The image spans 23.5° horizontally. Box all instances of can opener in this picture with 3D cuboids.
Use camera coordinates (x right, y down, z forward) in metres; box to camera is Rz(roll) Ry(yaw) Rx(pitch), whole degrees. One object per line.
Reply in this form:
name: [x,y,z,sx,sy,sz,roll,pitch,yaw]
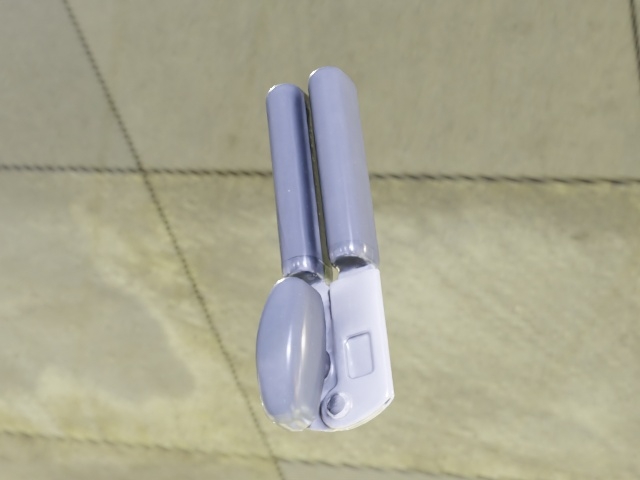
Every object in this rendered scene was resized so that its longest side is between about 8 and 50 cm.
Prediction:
can opener: [0.000,0.000,1.069,0.074,0.280,0.093,-17,147,22]
